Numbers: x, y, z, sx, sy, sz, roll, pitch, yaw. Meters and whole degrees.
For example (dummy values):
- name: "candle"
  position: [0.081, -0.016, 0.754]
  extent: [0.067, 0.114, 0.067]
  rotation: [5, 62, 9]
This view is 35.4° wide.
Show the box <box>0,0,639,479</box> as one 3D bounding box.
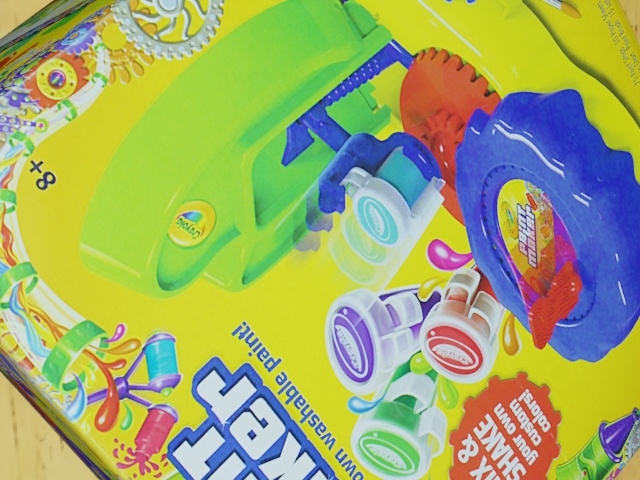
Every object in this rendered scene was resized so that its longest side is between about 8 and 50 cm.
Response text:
- name: "box"
  position: [0.000, 0.000, 0.450]
  extent: [0.279, 0.177, 0.290]
  rotation: [-44, 115, -19]
